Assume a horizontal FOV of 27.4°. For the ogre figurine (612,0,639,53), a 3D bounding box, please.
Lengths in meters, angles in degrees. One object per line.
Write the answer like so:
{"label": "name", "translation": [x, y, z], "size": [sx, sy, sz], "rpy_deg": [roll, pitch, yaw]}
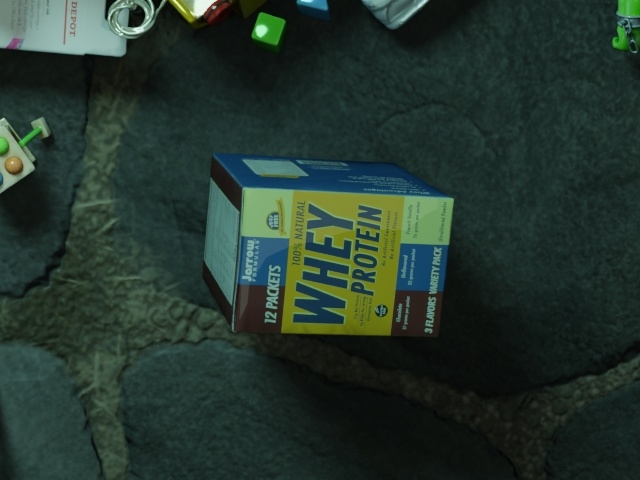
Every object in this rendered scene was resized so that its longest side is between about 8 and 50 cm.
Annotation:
{"label": "ogre figurine", "translation": [0.371, -0.291, 1.358], "size": [0.197, 0.097, 0.118], "rpy_deg": [-27, 126, 10]}

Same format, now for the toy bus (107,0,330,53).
{"label": "toy bus", "translation": [-0.085, -0.262, 1.248], "size": [0.202, 0.104, 0.191], "rpy_deg": [4, 79, 5]}

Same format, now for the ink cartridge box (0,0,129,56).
{"label": "ink cartridge box", "translation": [-0.272, -0.232, 1.236], "size": [0.181, 0.061, 0.104], "rpy_deg": [4, 101, -13]}

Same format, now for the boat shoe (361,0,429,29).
{"label": "boat shoe", "translation": [0.122, -0.285, 1.317], "size": [0.184, 0.066, 0.063], "rpy_deg": [-46, 128, -6]}

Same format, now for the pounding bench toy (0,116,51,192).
{"label": "pounding bench toy", "translation": [-0.297, -0.088, 1.261], "size": [0.083, 0.065, 0.052], "rpy_deg": [-35, 107, -4]}

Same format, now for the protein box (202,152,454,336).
{"label": "protein box", "translation": [0.000, 0.000, 1.278], "size": [0.200, 0.201, 0.136], "rpy_deg": [2, 102, -13]}
